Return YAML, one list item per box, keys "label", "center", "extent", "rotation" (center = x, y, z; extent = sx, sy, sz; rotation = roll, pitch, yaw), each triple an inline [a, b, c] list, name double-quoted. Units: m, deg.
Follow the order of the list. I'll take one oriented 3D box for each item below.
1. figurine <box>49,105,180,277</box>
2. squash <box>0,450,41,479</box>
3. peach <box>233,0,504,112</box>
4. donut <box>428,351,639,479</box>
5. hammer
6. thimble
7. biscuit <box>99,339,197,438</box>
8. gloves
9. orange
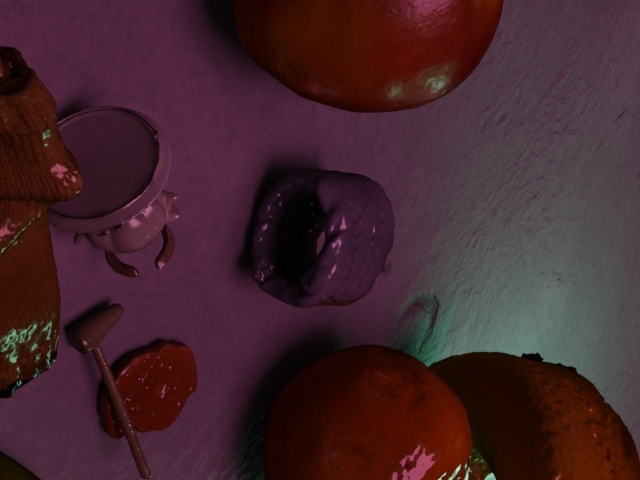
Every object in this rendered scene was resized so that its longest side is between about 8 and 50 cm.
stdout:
- label: "figurine"
  center: [-0.180, -0.027, 1.047]
  extent: [0.132, 0.132, 0.153]
  rotation: [-53, 156, -20]
- label: "squash"
  center: [-0.290, 0.247, 1.076]
  extent: [0.080, 0.071, 0.318]
  rotation: [-53, 143, -18]
- label: "peach"
  center: [0.045, -0.236, 1.118]
  extent: [0.281, 0.238, 0.281]
  rotation: [-23, 157, -10]
- label: "donut"
  center: [0.189, 0.330, 1.541]
  extent: [0.163, 0.377, 0.435]
  rotation: [24, 120, -36]
- label: "hammer"
  center: [-0.195, 0.154, 1.164]
  extent: [0.060, 0.028, 0.195]
  rotation: [-37, 125, -36]
- label: "thimble"
  center: [-0.001, -0.003, 1.278]
  extent: [0.118, 0.127, 0.151]
  rotation: [3, 105, -52]
- label: "biscuit"
  center: [-0.178, 0.155, 1.222]
  extent: [0.130, 0.019, 0.102]
  rotation: [-11, 116, -50]
- label: "gloves"
  center: [-0.282, -0.020, 0.865]
  extent: [0.203, 0.155, 0.356]
  rotation: [-28, 145, -34]
- label: "orange"
  center: [0.054, 0.255, 1.406]
  extent: [0.261, 0.261, 0.261]
  rotation: [-30, 131, -42]
